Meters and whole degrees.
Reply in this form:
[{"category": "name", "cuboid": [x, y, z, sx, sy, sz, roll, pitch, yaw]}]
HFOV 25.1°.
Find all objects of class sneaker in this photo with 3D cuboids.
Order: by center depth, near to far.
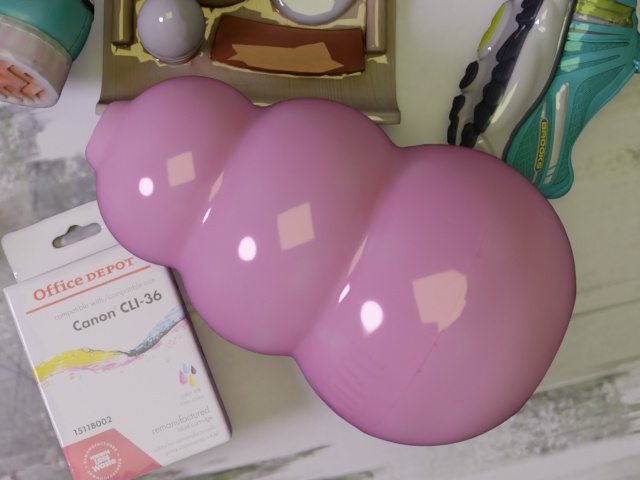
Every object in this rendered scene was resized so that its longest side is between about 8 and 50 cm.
[{"category": "sneaker", "cuboid": [-0.304, -0.196, 1.027, 0.302, 0.108, 0.121, 19, 69, 2]}, {"category": "sneaker", "cuboid": [0.189, -0.160, 1.056, 0.110, 0.107, 0.275, 25, 91, -20]}]

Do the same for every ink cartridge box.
[{"category": "ink cartridge box", "cuboid": [-0.151, 0.069, 1.030, 0.115, 0.067, 0.198, -22, 88, -3]}]

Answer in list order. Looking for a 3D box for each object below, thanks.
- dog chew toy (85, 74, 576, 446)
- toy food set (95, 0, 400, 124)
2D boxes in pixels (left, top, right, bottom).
[{"category": "dog chew toy", "cuboid": [0.000, 0.000, 0.964, 0.332, 0.206, 0.206, 26, 87, -6]}, {"category": "toy food set", "cuboid": [-0.050, -0.236, 1.036, 0.220, 0.092, 0.306, 1, 88, -2]}]
